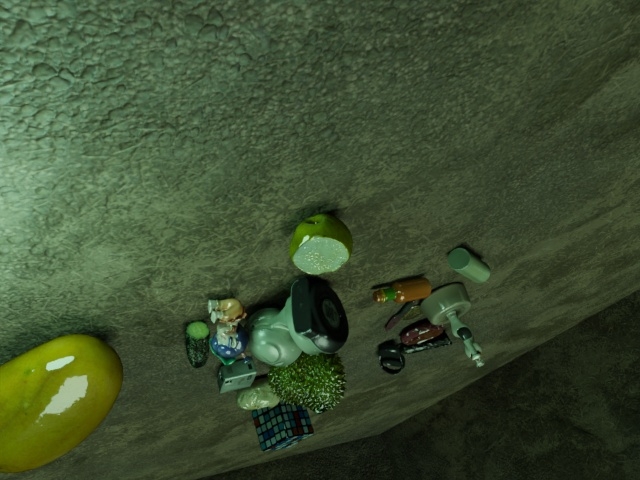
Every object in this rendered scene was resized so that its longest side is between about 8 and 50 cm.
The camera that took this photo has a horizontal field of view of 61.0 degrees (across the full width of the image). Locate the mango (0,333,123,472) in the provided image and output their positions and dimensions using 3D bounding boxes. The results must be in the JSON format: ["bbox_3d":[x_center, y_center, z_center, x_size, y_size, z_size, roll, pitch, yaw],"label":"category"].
[{"bbox_3d":[-0.649,0.376,1.288,0.445,0.232,0.300,-43,141,20],"label":"mango"}]

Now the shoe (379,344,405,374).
[{"bbox_3d":[0.294,0.513,2.282,0.108,0.093,0.241,0,151,15],"label":"shoe"}]

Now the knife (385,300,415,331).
[{"bbox_3d":[0.280,0.274,1.952,0.035,0.018,0.247,6,143,-18],"label":"knife"}]

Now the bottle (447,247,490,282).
[{"bbox_3d":[0.460,0.078,1.675,0.072,0.072,0.201,-33,149,22],"label":"bottle"}]

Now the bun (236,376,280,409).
[{"bbox_3d":[-0.227,0.594,2.080,0.188,0.111,0.164,2,148,-42],"label":"bun"}]

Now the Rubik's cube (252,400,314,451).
[{"bbox_3d":[-0.170,0.823,2.448,0.184,0.187,0.182,-35,149,28],"label":"Rubik's cube"}]

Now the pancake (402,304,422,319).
[{"bbox_3d":[0.342,0.262,1.984,0.114,0.011,0.115,-16,152,-9],"label":"pancake"}]

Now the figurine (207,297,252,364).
[{"bbox_3d":[-0.233,0.237,1.401,0.102,0.111,0.195,-8,130,-21],"label":"figurine"}]

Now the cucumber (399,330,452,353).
[{"bbox_3d":[0.448,0.440,2.321,0.245,0.067,0.067,-11,151,-17],"label":"cucumber"}]

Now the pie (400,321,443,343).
[{"bbox_3d":[0.407,0.368,2.178,0.182,0.050,0.182,-14,155,-6],"label":"pie"}]

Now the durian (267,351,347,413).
[{"bbox_3d":[-0.032,0.475,1.906,0.291,0.225,0.291,15,150,9],"label":"durian"}]

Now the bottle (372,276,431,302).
[{"bbox_3d":[0.249,0.159,1.683,0.186,0.069,0.069,-6,149,-23],"label":"bottle"}]

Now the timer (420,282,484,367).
[{"bbox_3d":[0.477,0.301,1.862,0.175,0.266,0.175,-18,149,-11],"label":"timer"}]

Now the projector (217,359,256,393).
[{"bbox_3d":[-0.289,0.462,1.855,0.115,0.061,0.147,-9,150,-23],"label":"projector"}]

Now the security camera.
[{"bbox_3d":[-0.080,0.247,1.492,0.277,0.197,0.191,-26,141,23],"label":"security camera"}]

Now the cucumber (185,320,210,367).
[{"bbox_3d":[-0.350,0.314,1.549,0.067,0.068,0.294,-11,151,-19],"label":"cucumber"}]

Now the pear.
[{"bbox_3d":[0.000,0.000,1.191,0.140,0.104,0.141,-2,132,-2],"label":"pear"}]
